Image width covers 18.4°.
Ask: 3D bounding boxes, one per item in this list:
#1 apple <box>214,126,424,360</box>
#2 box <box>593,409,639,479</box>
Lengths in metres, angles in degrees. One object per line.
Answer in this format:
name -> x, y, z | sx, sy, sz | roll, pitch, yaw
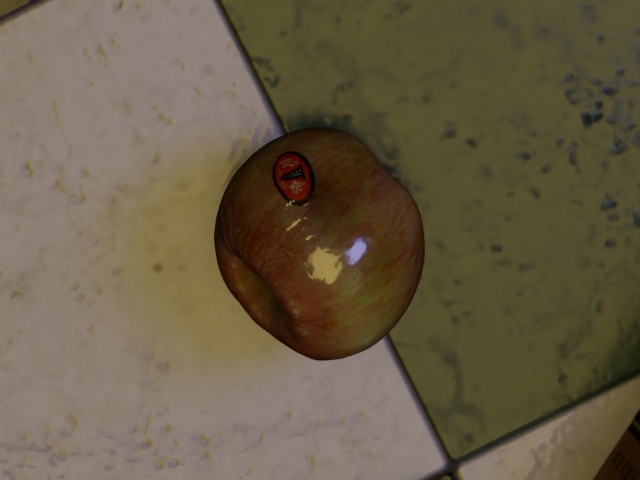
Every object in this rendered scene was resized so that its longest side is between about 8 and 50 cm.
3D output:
apple -> 0.001, 0.003, 1.097 | 0.102, 0.126, 0.126 | -36, 97, -22
box -> 0.227, 0.110, 1.098 | 0.070, 0.152, 0.237 | 30, 96, -5
